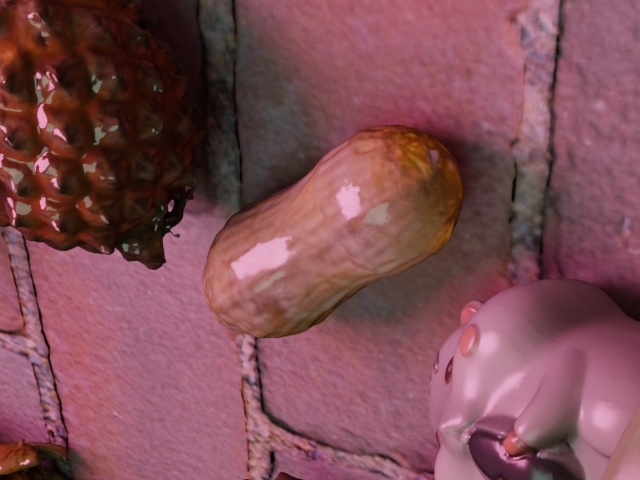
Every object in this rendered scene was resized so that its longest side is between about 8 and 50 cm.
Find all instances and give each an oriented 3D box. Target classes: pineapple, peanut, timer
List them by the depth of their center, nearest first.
[{"bbox_3d":[0.179,0.121,0.580,0.315,0.291,0.290,24,134,45],"label":"timer"},{"bbox_3d":[0.000,0.000,0.686,0.207,0.087,0.087,-32,101,41],"label":"peanut"},{"bbox_3d":[-0.146,-0.062,0.687,0.166,0.166,0.193,-16,110,37],"label":"pineapple"}]

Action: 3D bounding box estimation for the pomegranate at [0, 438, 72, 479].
[{"bbox_3d":[-0.377,0.218,0.955,0.286,0.231,0.231,19,128,20],"label":"pomegranate"}]

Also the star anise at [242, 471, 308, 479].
[{"bbox_3d":[0.060,0.294,0.830,0.315,0.108,0.315,12,117,24],"label":"star anise"}]
